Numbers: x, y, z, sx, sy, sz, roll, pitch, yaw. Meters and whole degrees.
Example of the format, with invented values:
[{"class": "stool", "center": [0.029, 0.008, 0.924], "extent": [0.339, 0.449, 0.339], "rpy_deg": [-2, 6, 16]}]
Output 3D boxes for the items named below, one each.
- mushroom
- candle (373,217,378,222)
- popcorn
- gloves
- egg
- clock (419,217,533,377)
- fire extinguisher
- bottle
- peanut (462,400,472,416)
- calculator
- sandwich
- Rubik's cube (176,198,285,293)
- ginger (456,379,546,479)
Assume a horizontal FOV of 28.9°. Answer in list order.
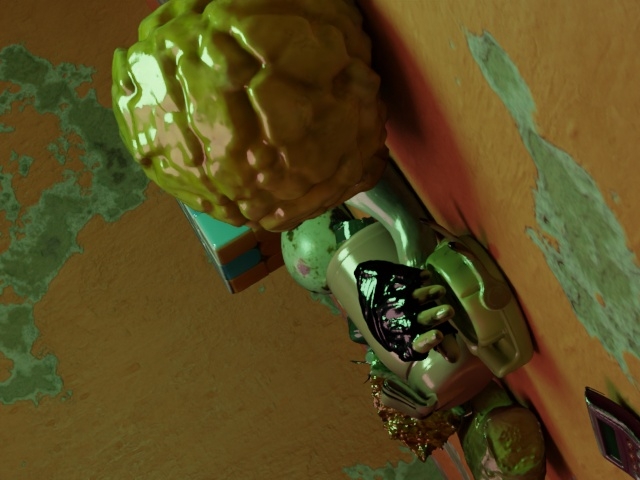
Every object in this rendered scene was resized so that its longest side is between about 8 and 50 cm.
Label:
[{"class": "mushroom", "center": [0.101, -0.048, 1.881], "extent": [0.278, 0.096, 0.099], "rpy_deg": [53, 173, 21]}, {"class": "candle", "center": [0.105, -0.052, 2.016], "extent": [0.052, 0.052, 0.130], "rpy_deg": [52, 170, 51]}, {"class": "popcorn", "center": [-0.095, -0.180, 1.644], "extent": [0.390, 0.354, 0.344], "rpy_deg": [136, 122, -85]}, {"class": "gloves", "center": [0.123, 0.100, 1.707], "extent": [0.164, 0.124, 0.203], "rpy_deg": [44, -173, -13]}, {"class": "egg", "center": [0.000, 0.000, 2.592], "extent": [0.169, 0.169, 0.231], "rpy_deg": [79, 176, -73]}, {"class": "clock", "center": [0.202, 0.064, 1.687], "extent": [0.232, 0.069, 0.170], "rpy_deg": [64, 173, -35]}, {"class": "fire extinguisher", "center": [0.087, 0.107, 2.245], "extent": [0.093, 0.118, 0.294], "rpy_deg": [2, -103, -50]}, {"class": "bottle", "center": [0.135, 0.129, 1.930], "extent": [0.297, 0.206, 0.173], "rpy_deg": [55, 155, 28]}, {"class": "peanut", "center": [0.183, 0.190, 2.152], "extent": [0.313, 0.149, 0.149], "rpy_deg": [68, 171, -25]}, {"class": "calculator", "center": [0.373, 0.255, 1.419], "extent": [0.190, 0.034, 0.126], "rpy_deg": [46, 166, 41]}, {"class": "sandwich", "center": [0.148, 0.253, 2.050], "extent": [0.185, 0.160, 0.109], "rpy_deg": [28, -158, -5]}, {"class": "Rubik's cube", "center": [-0.164, -0.103, 2.820], "extent": [0.290, 0.292, 0.291], "rpy_deg": [58, 173, 21]}, {"class": "ginger", "center": [0.293, 0.338, 2.041], "extent": [0.270, 0.123, 0.219], "rpy_deg": [-123, 23, -84]}]
